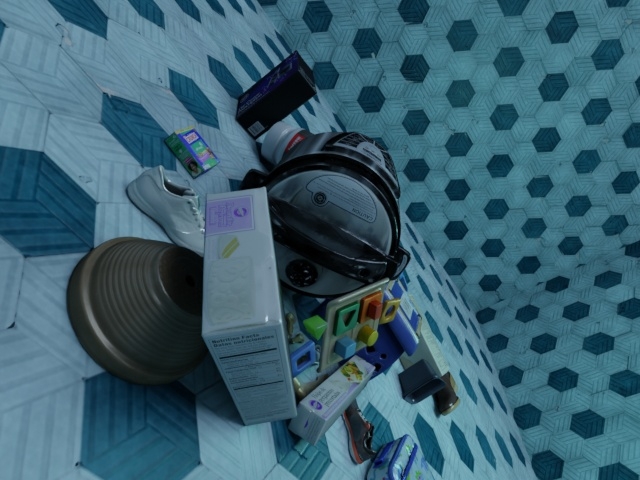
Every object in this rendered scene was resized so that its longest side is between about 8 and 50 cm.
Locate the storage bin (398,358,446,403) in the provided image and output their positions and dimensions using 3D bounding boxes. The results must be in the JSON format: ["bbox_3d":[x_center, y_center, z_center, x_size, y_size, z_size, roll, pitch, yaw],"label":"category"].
[{"bbox_3d":[0.333,0.465,1.365,0.098,0.135,0.091,42,17,-38],"label":"storage bin"}]

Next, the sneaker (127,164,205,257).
[{"bbox_3d":[-0.252,-0.051,0.779,0.212,0.094,0.080,46,23,-32],"label":"sneaker"}]

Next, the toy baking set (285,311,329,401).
[{"bbox_3d":[-0.049,0.255,0.911,0.256,0.030,0.196,56,21,-9],"label":"toy baking set"}]

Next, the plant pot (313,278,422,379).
[{"bbox_3d":[0.150,0.225,1.152,0.235,0.212,0.236,58,21,0],"label":"plant pot"}]

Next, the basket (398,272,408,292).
[{"bbox_3d":[0.203,0.076,1.485,0.289,0.201,0.254,11,55,-52],"label":"basket"}]

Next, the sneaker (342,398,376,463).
[{"bbox_3d":[0.097,0.429,0.957,0.061,0.065,0.157,38,30,-44],"label":"sneaker"}]

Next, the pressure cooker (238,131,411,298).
[{"bbox_3d":[0.023,-0.059,1.035,0.420,0.371,0.374,-71,147,-63],"label":"pressure cooker"}]

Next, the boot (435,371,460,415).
[{"bbox_3d":[0.447,0.548,1.607,0.206,0.090,0.248,50,21,9],"label":"boot"}]

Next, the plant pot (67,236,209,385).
[{"bbox_3d":[-0.233,0.084,0.619,0.237,0.110,0.237,46,25,-29],"label":"plant pot"}]

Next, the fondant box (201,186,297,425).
[{"bbox_3d":[-0.104,0.117,0.653,0.330,0.096,0.238,90,-10,-49],"label":"fondant box"}]

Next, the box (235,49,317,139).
[{"bbox_3d":[-0.149,-0.482,1.361,0.103,0.261,0.184,45,24,-34],"label":"box"}]

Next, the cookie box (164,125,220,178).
[{"bbox_3d":[-0.298,-0.208,0.962,0.107,0.040,0.091,53,22,-14],"label":"cookie box"}]

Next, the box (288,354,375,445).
[{"bbox_3d":[0.039,0.339,0.912,0.063,0.067,0.324,26,13,21],"label":"box"}]

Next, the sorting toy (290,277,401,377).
[{"bbox_3d":[0.080,0.186,0.882,0.348,0.195,0.047,-16,36,-41],"label":"sorting toy"}]

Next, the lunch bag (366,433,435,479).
[{"bbox_3d":[0.197,0.573,0.962,0.175,0.090,0.219,61,20,13],"label":"lunch bag"}]

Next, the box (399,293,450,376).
[{"bbox_3d":[0.344,0.364,1.527,0.148,0.121,0.310,15,48,-61],"label":"box"}]

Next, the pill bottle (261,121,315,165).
[{"bbox_3d":[-0.038,-0.258,1.313,0.284,0.161,0.161,31,17,13],"label":"pill bottle"}]
